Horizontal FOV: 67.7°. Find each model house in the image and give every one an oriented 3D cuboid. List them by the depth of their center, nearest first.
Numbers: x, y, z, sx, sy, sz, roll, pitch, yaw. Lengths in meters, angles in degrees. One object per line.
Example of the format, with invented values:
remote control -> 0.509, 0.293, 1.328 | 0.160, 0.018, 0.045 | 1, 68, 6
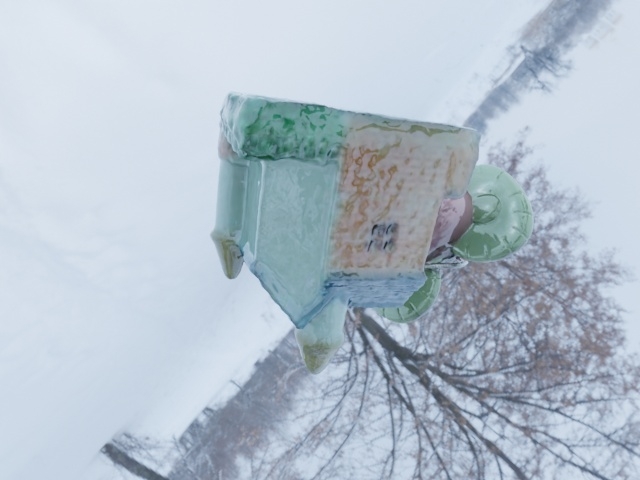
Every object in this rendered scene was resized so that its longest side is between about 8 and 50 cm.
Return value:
model house -> 0.000, 0.000, 0.587 | 0.194, 0.267, 0.325 | -140, -125, -64

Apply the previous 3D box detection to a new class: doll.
doll -> 0.169, -0.026, 0.760 | 0.284, 0.268, 0.216 | -38, 141, 18
